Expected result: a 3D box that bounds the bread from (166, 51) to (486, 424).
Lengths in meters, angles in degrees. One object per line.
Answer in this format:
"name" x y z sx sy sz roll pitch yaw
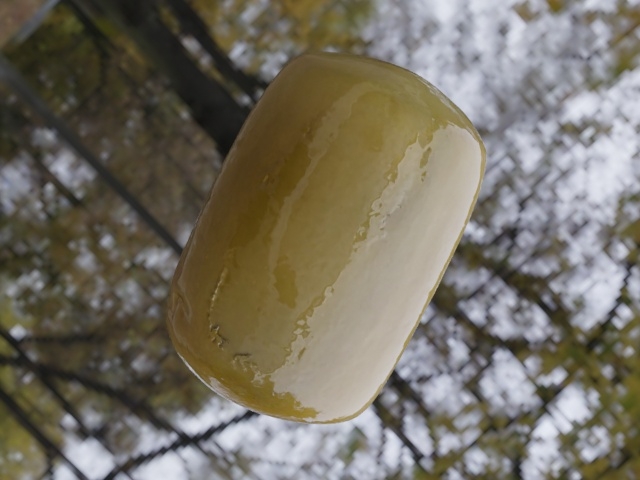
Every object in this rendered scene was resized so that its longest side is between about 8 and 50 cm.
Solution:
"bread" 0.000 0.000 0.957 0.098 0.147 0.217 -45 158 -80
